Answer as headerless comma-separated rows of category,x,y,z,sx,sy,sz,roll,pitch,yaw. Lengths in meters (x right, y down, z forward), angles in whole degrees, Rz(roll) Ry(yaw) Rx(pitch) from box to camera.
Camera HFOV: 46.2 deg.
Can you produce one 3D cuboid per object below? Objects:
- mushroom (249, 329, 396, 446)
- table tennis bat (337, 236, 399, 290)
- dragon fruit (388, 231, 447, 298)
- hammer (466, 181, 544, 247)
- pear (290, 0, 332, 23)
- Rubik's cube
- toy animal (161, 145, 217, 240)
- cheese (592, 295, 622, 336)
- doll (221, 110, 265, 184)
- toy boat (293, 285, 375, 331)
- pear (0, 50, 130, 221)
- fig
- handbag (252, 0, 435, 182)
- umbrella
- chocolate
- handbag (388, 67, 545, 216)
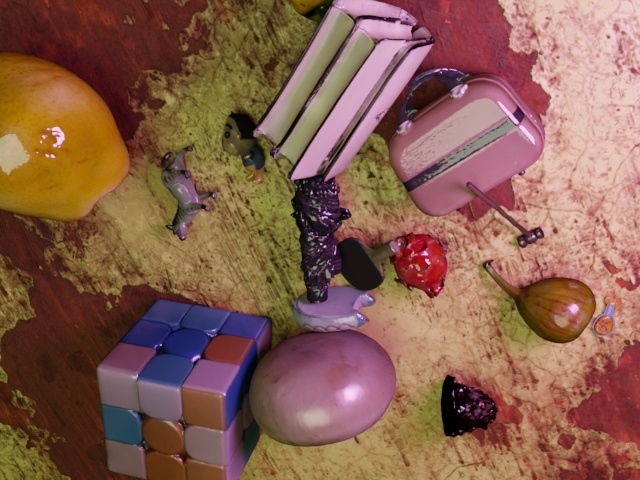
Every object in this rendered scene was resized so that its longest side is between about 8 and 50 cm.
mushroom,0.011,0.378,1.821,0.362,0.362,0.294,-7,107,20
table tennis bat,0.107,0.046,1.752,0.138,0.022,0.246,54,148,-1
dragon fruit,0.233,0.052,1.725,0.166,0.133,0.136,55,158,-7
hammer,0.383,-0.056,1.584,0.058,0.029,0.292,-33,138,26
pear,0.004,-0.532,1.423,0.164,0.238,0.255,-12,111,16
Rubik's cube,-0.336,0.399,1.954,0.344,0.346,0.346,9,120,12
toy animal,-0.341,-0.113,1.849,0.176,0.073,0.217,-12,109,38
cheese,0.655,0.176,1.715,0.047,0.017,0.111,13,119,8
doll,-0.181,-0.213,1.741,0.089,0.102,0.179,-22,110,-20
toy boat,0.031,0.177,1.845,0.208,0.134,0.078,-3,125,23
pear,-0.652,-0.230,1.711,0.362,0.362,0.418,-36,116,29
fig,0.475,0.131,1.679,0.259,0.151,0.151,22,121,10
handbag,0.055,-0.298,1.531,0.160,0.237,0.358,48,124,18
umbrella,0.007,0.002,1.746,0.128,0.154,0.336,-15,112,-21
chocolate,0.377,0.415,1.876,0.133,0.156,0.156,1,119,-5
handbag,0.278,-0.222,1.554,0.302,0.149,0.283,-31,103,30
